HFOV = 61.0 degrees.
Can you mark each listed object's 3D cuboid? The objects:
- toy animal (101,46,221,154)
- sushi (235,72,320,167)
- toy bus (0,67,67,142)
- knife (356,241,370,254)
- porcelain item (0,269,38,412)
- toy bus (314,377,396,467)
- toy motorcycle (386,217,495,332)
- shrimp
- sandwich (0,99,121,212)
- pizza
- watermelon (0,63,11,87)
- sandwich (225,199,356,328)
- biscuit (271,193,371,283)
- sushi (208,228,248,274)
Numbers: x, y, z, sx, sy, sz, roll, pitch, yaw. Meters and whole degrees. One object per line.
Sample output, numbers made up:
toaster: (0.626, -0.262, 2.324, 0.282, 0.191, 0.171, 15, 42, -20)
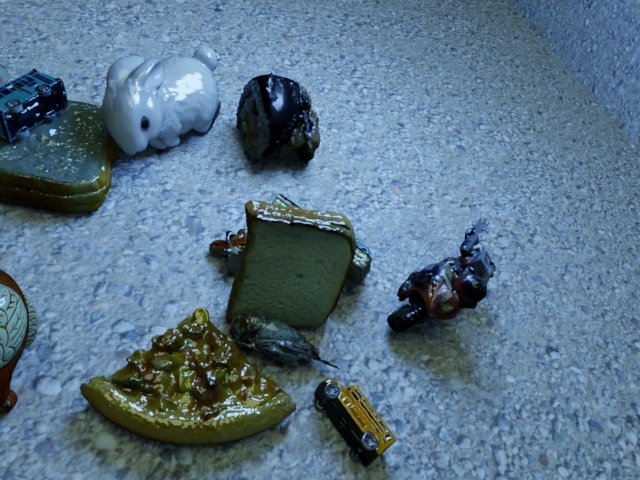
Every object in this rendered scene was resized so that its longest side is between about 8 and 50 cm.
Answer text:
toy animal: (-0.369, -0.330, 1.260, 0.193, 0.258, 0.357, 19, 21, 7)
sushi: (-0.093, -0.313, 1.412, 0.218, 0.225, 0.239, 7, 79, -30)
toy bus: (-0.608, -0.281, 1.113, 0.091, 0.079, 0.160, 26, 48, 10)
knife: (0.006, -0.012, 1.305, 0.244, 0.032, 0.058, 27, 52, 9)
porcelain item: (-0.531, 0.168, 0.805, 0.252, 0.253, 0.253, 12, 46, -13)
toy bus: (0.060, 0.320, 0.986, 0.074, 0.070, 0.162, -21, 62, -37)
toy motorcycle: (0.312, 0.076, 1.233, 0.401, 0.207, 0.134, -36, 98, -46)
shrimp: (-0.064, 0.203, 1.042, 0.232, 0.079, 0.090, 25, 6, -8)
sandwich: (-0.578, -0.197, 1.169, 0.271, 0.099, 0.301, 7, 45, -13)
pizza: (-0.212, 0.265, 0.915, 0.268, 0.087, 0.258, 42, 50, 13)
watermelon: (-0.812, -0.316, 1.078, 0.188, 0.175, 0.322, 35, 53, -6)
sandwich: (-0.058, 0.051, 1.057, 0.226, 0.251, 0.087, 8, 33, -15)
biscuit: (0.000, 0.000, 1.206, 0.252, 0.150, 0.052, 37, 79, 10)
sushi: (-0.127, 0.031, 1.154, 0.226, 0.097, 0.103, 3, 57, 12)
